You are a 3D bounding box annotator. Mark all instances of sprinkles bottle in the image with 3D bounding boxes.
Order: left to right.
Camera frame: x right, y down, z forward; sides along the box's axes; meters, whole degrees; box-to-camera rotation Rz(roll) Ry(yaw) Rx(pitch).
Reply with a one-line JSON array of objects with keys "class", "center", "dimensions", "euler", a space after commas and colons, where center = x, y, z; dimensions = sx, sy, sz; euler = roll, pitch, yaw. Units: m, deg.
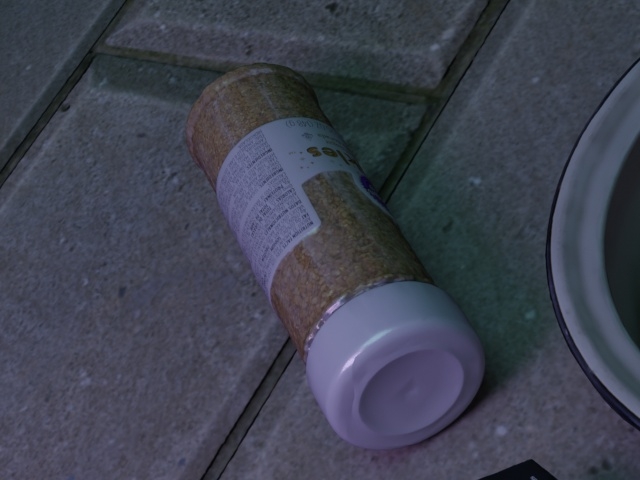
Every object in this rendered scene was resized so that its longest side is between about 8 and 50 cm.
[{"class": "sprinkles bottle", "center": [0.000, 0.000, 1.175], "dimensions": [0.121, 0.121, 0.355], "euler": [-34, 43, 3]}]

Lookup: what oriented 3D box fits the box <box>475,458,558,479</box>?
[{"class": "box", "center": [0.121, 0.254, 0.821], "dimensions": [0.242, 0.076, 0.307], "euler": [-11, 31, -34]}]

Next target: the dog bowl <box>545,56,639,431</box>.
[{"class": "dog bowl", "center": [0.354, 0.007, 0.925], "dimensions": [0.408, 0.150, 0.408], "euler": [-18, 46, 19]}]
